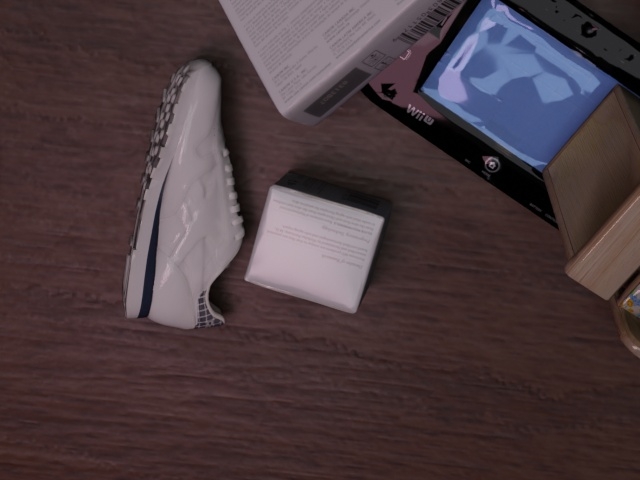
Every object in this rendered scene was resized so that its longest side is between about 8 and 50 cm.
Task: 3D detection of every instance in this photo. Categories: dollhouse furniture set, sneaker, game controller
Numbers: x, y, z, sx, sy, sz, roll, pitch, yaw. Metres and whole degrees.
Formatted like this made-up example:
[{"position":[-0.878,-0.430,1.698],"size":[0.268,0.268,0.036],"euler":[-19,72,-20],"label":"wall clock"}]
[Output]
[{"position":[0.306,0.008,1.188],"size":[0.242,0.161,0.212],"euler":[31,114,-16],"label":"dollhouse furniture set"},{"position":[-0.108,-0.039,1.313],"size":[0.094,0.090,0.235],"euler":[10,104,-10],"label":"sneaker"},{"position":[0.183,-0.119,1.274],"size":[0.319,0.067,0.166],"euler":[34,100,-1],"label":"game controller"}]

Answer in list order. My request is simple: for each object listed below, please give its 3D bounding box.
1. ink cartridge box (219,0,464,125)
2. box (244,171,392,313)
[{"position":[0.000,-0.240,1.236],"size":[0.189,0.066,0.232],"euler":[-39,61,23],"label":"ink cartridge box"},{"position":[0.000,0.000,1.291],"size":[0.102,0.101,0.087],"euler":[16,101,4],"label":"box"}]
